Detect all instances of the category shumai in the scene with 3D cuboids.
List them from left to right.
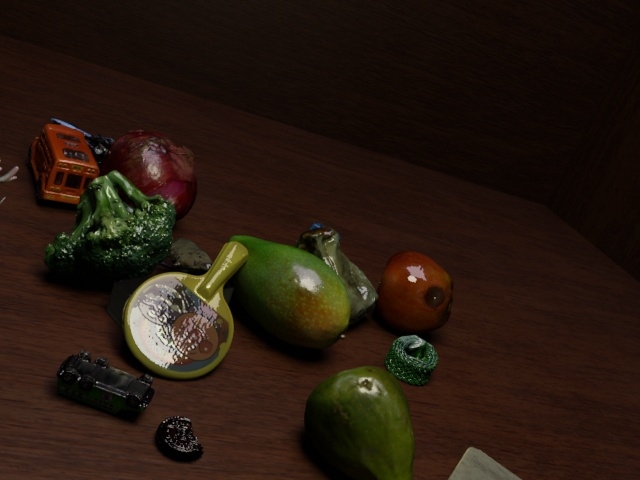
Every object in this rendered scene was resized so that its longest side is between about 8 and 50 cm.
[{"bbox_3d":[0.041,0.090,1.707,0.260,0.222,0.225,21,21,-3],"label":"shumai"}]

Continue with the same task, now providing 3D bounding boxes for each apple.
[{"bbox_3d":[0.261,0.143,1.806,0.229,0.230,0.230,19,21,-8],"label":"apple"}]

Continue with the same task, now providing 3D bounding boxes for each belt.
[{"bbox_3d":[0.229,0.284,1.628,0.121,0.079,0.151,27,21,12],"label":"belt"}]

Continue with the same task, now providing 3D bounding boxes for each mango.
[{"bbox_3d":[-0.091,0.106,1.544,0.381,0.201,0.225,35,-17,29],"label":"mango"}]

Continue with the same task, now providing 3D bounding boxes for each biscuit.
[{"bbox_3d":[-0.236,0.335,1.123,0.089,0.027,0.087,21,22,-2],"label":"biscuit"}]

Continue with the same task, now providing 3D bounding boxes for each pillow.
[{"bbox_3d":[-0.318,0.035,1.552,0.093,0.051,0.241,-2,17,-27],"label":"pillow"}]

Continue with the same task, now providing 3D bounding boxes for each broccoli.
[{"bbox_3d":[-0.457,-0.019,1.454,0.245,0.294,0.265,60,2,10],"label":"broccoli"}]

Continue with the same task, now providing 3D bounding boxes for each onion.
[{"bbox_3d":[-0.455,-0.168,1.781,0.276,0.276,0.276,19,21,-8],"label":"onion"}]

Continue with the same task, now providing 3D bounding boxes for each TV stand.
[{"bbox_3d":[-0.325,0.128,1.457,0.088,0.083,0.269,37,27,31],"label":"TV stand"}]

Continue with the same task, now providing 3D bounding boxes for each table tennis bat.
[{"bbox_3d":[-0.254,0.128,1.374,0.224,0.054,0.369,40,47,-5],"label":"table tennis bat"}]

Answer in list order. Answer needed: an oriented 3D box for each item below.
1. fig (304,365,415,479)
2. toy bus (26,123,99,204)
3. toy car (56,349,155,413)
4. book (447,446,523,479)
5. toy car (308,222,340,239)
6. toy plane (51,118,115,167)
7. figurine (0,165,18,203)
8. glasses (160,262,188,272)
[{"bbox_3d":[0.098,0.370,1.205,0.206,0.206,0.275,1,53,-43],"label":"fig"},{"bbox_3d":[-0.701,-0.214,1.803,0.142,0.153,0.329,10,23,-33],"label":"toy bus"},{"bbox_3d":[-0.370,0.252,1.141,0.165,0.063,0.071,21,22,-3],"label":"toy car"},{"bbox_3d":[0.325,0.526,1.212,0.239,0.035,0.352,33,23,20],"label":"book"},{"bbox_3d":[0.000,0.000,2.049,0.097,0.100,0.191,29,26,6],"label":"toy car"},{"bbox_3d":[-0.693,-0.286,1.970,0.246,0.169,0.078,28,57,-19],"label":"toy plane"},{"bbox_3d":[-0.781,-0.086,1.286,0.206,0.285,0.315,31,11,17],"label":"figurine"},{"bbox_3d":[-0.358,0.060,1.661,0.104,0.062,0.140,51,28,10],"label":"glasses"}]
